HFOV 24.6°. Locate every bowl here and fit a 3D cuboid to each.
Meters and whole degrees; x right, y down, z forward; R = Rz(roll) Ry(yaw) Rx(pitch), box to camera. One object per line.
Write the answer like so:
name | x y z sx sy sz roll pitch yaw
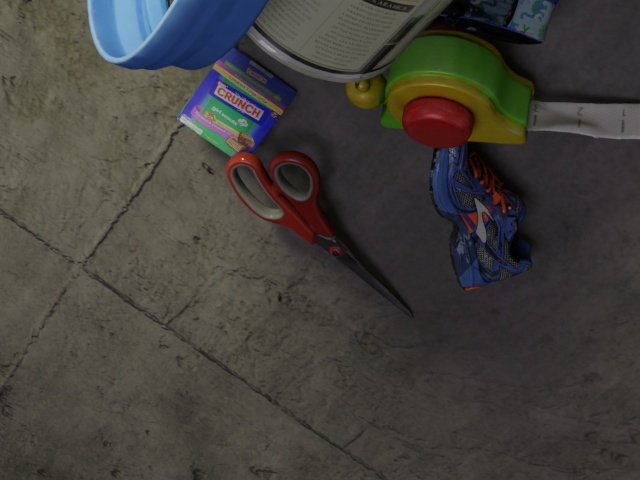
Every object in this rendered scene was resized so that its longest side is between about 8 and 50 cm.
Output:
bowl | -0.090 -0.327 1.201 0.077 0.391 0.391 12 144 -25

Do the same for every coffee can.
coffee can | 0.057 -0.283 1.201 0.201 0.201 0.275 38 141 -8

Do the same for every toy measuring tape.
toy measuring tape | 0.180 -0.145 1.399 0.330 0.121 0.121 5 132 17

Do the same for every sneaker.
sneaker | 0.170 -0.044 1.538 0.087 0.083 0.221 -7 133 17

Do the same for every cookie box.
cookie box | -0.092 -0.147 1.598 0.092 0.040 0.107 35 137 -7

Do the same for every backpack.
backpack | 0.158 -0.226 1.339 0.114 0.105 0.084 15 100 -24

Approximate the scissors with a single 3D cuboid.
scissors | 0.000 0.000 1.680 0.109 0.021 0.297 -13 132 28
